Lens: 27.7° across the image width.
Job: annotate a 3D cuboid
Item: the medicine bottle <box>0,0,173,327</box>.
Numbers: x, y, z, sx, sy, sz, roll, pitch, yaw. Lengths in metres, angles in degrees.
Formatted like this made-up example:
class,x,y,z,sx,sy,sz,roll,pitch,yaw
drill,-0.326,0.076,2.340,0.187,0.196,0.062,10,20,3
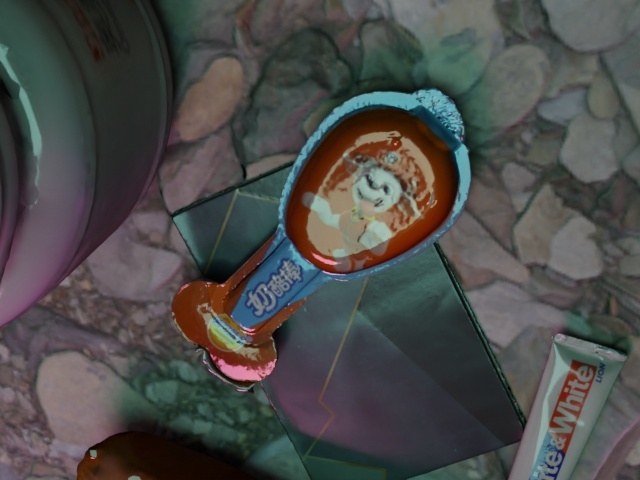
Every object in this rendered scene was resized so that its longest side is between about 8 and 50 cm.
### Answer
class,x,y,z,sx,sy,sz,roll,pitch,yaw
medicine bottle,-0.244,-0.060,0.725,0.256,0.325,0.256,4,110,12

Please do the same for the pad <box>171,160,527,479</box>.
class,x,y,z,sx,sy,sz,roll,pitch,yaw
pad,0.020,0.058,0.883,0.163,0.004,0.243,-23,104,20

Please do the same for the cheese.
class,x,y,z,sx,sy,sz,roll,pitch,yaw
cheese,0.000,0.000,0.842,0.106,0.037,0.256,44,112,-4

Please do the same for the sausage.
class,x,y,z,sx,sy,sz,roll,pitch,yaw
sausage,-0.034,0.221,0.914,0.300,0.083,0.089,25,123,6

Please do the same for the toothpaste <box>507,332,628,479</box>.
class,x,y,z,sx,sy,sz,roll,pitch,yaw
toothpaste,0.146,0.163,0.880,0.052,0.033,0.218,16,109,-3
